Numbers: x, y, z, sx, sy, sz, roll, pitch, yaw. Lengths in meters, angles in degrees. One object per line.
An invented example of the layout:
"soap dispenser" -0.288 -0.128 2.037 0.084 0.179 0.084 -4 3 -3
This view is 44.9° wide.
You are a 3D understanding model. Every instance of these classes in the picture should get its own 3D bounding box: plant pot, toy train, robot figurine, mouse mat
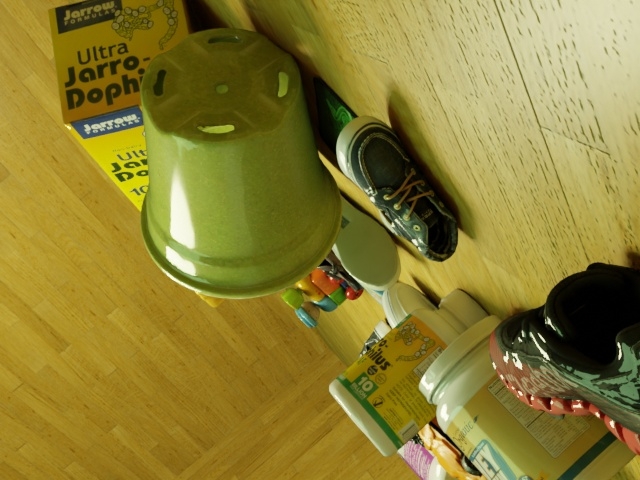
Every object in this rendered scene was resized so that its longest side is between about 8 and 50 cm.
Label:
"plant pot" -0.109 -0.109 0.960 0.276 0.276 0.254 46 158 27
"toy train" -0.025 0.080 1.573 0.105 0.143 0.248 44 179 37
"robot figurine" 0.218 0.297 1.314 0.291 0.085 0.211 42 135 35
"mouse mat" 0.045 -0.105 0.926 0.152 0.007 0.189 49 171 14

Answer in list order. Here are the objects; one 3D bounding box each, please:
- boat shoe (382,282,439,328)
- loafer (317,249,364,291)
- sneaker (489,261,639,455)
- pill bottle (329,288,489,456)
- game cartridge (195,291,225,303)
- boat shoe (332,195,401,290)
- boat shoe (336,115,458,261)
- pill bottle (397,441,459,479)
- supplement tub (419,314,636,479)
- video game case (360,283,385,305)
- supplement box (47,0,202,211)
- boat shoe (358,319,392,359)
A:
"boat shoe" 0.175 0.133 1.109 0.226 0.083 0.075 51 143 27
"loafer" 0.000 0.000 1.329 0.109 0.095 0.302 40 167 43
"sneaker" 0.197 0.075 0.578 0.135 0.098 0.276 52 170 -12
"pill bottle" 0.123 0.161 0.975 0.117 0.208 0.117 49 172 9
"game cartridge" -0.190 0.055 1.964 0.052 0.285 0.323 50 173 6
"boat shoe" 0.056 0.002 1.144 0.227 0.079 0.081 50 -177 42
"boat shoe" 0.085 -0.049 0.774 0.083 0.065 0.183 42 175 40
"pill bottle" 0.235 0.402 1.612 0.169 0.169 0.301 55 171 -31
"supplement tub" 0.217 0.192 0.828 0.199 0.144 0.144 46 171 26
"video game case" 0.142 0.130 1.335 0.166 0.015 0.119 45 172 -26
"supplement box" -0.251 -0.204 1.207 0.356 0.194 0.195 72 -177 -70
"boat shoe" 0.136 0.259 1.743 0.108 0.102 0.301 49 172 11
